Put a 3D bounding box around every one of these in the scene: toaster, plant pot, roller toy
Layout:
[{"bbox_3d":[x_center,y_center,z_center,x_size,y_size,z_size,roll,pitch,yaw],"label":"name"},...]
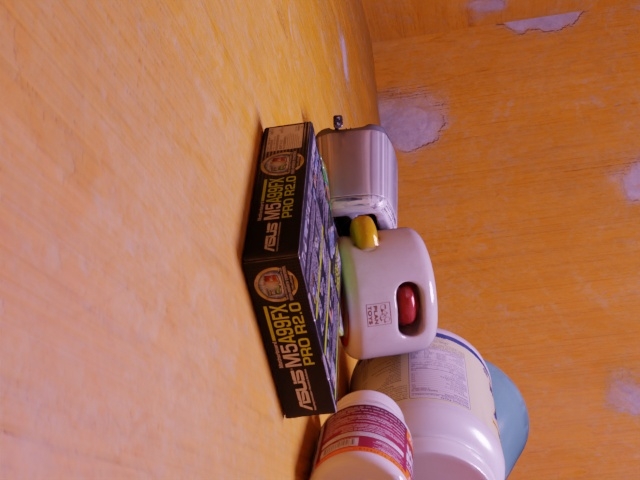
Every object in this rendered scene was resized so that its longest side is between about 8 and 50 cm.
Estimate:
[{"bbox_3d":[0.058,-0.083,1.591,0.227,0.129,0.146,70,17,-65],"label":"toaster"},{"bbox_3d":[0.232,0.389,1.908,0.235,0.293,0.292,-44,128,-63],"label":"plant pot"},{"bbox_3d":[0.086,0.080,1.525,0.209,0.146,0.191,97,-17,-59],"label":"roller toy"}]

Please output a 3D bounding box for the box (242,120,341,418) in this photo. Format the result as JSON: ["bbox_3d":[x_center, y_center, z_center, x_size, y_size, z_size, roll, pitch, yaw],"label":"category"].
[{"bbox_3d":[-0.024,0.026,1.120,0.270,0.060,0.216,-86,167,-54],"label":"box"}]

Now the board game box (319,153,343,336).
[{"bbox_3d":[0.000,0.000,1.423,0.124,0.039,0.259,59,27,-74],"label":"board game box"}]

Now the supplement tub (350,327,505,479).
[{"bbox_3d":[0.158,0.304,1.546,0.325,0.236,0.235,-82,163,-64],"label":"supplement tub"}]

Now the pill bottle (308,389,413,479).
[{"bbox_3d":[0.051,0.267,1.213,0.221,0.121,0.121,-67,149,-75],"label":"pill bottle"}]
